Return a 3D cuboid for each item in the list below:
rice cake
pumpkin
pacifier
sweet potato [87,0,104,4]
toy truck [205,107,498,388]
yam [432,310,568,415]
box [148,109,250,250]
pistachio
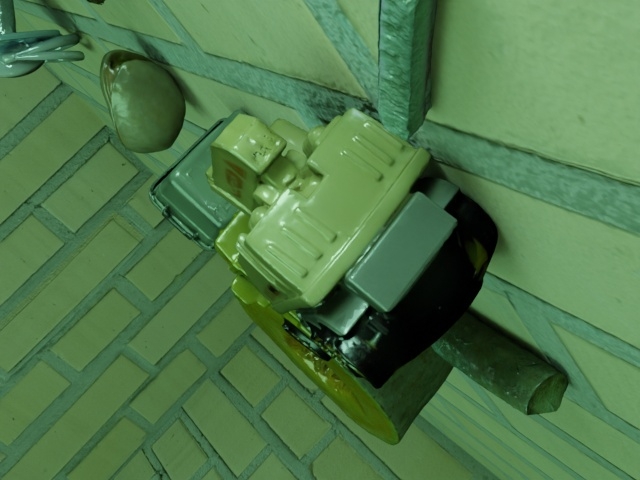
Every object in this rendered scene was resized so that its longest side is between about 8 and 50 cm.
[{"bbox_3d":[0.051,-0.118,0.459,0.033,0.033,0.207,30,167,13],"label":"rice cake"},{"bbox_3d":[0.047,0.116,1.144,0.332,0.199,0.332,38,163,14],"label":"pumpkin"},{"bbox_3d":[-0.616,-0.441,1.527,0.299,0.244,0.233,-144,40,-70],"label":"pacifier"},{"bbox_3d":[-0.302,-0.333,0.844,0.112,0.085,0.286,38,171,7],"label":"sweet potato"},{"bbox_3d":[0.000,0.000,0.772,0.254,0.180,0.405,42,171,-3],"label":"toy truck"},{"bbox_3d":[0.204,0.141,0.904,0.169,0.068,0.068,36,169,46],"label":"yam"},{"bbox_3d":[-0.123,-0.084,1.002,0.124,0.172,0.093,43,156,-7],"label":"box"},{"bbox_3d":[-0.271,-0.209,1.174,0.124,0.124,0.185,37,167,34],"label":"pistachio"}]
